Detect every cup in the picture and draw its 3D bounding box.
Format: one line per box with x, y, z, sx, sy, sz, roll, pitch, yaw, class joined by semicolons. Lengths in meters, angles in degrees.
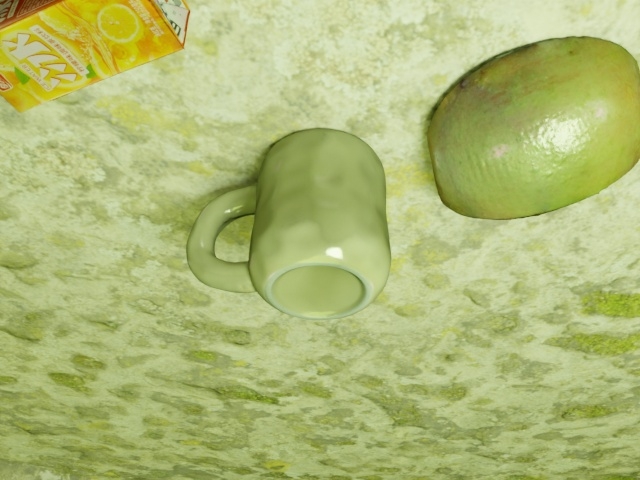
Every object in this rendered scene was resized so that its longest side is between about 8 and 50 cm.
-0.041;-0.022;0.784;0.255;0.202;0.173;6;142;-6;cup

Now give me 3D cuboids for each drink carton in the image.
-0.255;-0.218;0.648;0.223;0.071;0.096;-14;140;19;drink carton

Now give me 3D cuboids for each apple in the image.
0.245;-0.122;0.725;0.265;0.120;0.193;-19;126;20;apple
